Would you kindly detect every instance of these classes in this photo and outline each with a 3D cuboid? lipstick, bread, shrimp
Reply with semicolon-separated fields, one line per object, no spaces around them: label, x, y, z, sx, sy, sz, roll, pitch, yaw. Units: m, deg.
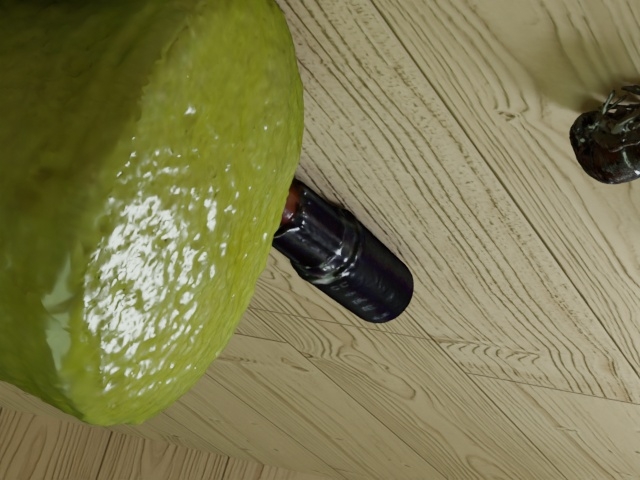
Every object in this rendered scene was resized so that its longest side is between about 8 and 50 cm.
lipstick;0.000;0.000;1.837;0.081;0.081;0.300;7;161;32
bread;-0.196;-0.060;1.406;0.308;0.348;0.348;20;165;15
shrimp;0.227;-0.080;1.385;0.057;0.065;0.165;-11;169;-22
